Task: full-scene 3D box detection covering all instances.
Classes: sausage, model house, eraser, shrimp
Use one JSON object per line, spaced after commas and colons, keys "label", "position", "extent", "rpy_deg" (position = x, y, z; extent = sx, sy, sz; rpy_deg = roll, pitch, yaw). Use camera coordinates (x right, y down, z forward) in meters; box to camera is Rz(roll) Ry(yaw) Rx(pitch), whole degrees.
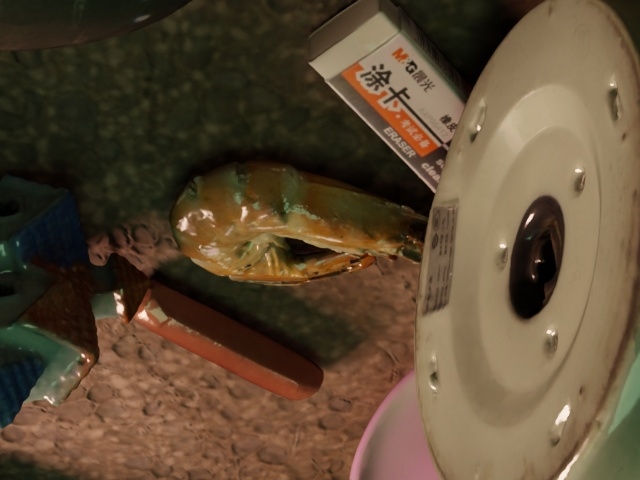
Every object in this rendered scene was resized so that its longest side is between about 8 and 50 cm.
{"label": "sausage", "position": [-0.059, 0.064, 0.834], "extent": [0.147, 0.035, 0.030], "rpy_deg": [28, 146, -27]}
{"label": "model house", "position": [-0.169, 0.027, 0.733], "extent": [0.148, 0.148, 0.119], "rpy_deg": [-11, 129, -11]}
{"label": "eraser", "position": [0.049, -0.078, 0.710], "extent": [0.052, 0.029, 0.122], "rpy_deg": [-32, 126, 24]}
{"label": "shrimp", "position": [0.000, 0.000, 0.771], "extent": [0.180, 0.041, 0.099], "rpy_deg": [7, 133, -10]}

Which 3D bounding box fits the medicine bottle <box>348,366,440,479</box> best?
{"label": "medicine bottle", "position": [0.171, 0.204, 0.876], "extent": [0.178, 0.178, 0.290], "rpy_deg": [-33, 127, 25]}

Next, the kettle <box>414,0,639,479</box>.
{"label": "kettle", "position": [0.236, 0.030, 0.675], "extent": [0.342, 0.319, 0.247], "rpy_deg": [9, 91, -16]}

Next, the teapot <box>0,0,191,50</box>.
{"label": "teapot", "position": [-0.082, -0.228, 0.448], "extent": [0.305, 0.223, 0.285], "rpy_deg": [7, 125, -6]}
